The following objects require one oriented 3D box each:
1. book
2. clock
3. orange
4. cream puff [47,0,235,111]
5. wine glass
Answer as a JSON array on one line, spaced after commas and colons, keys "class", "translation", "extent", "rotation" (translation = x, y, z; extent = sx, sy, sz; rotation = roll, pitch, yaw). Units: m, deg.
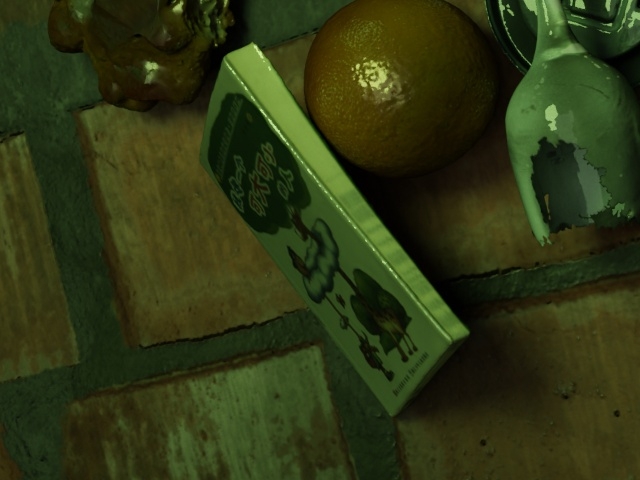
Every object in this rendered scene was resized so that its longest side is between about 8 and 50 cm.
[{"class": "book", "translation": [0.000, 0.000, 1.507], "extent": [0.371, 0.043, 0.260], "rotation": [53, 157, 13]}, {"class": "clock", "translation": [0.274, -0.254, 1.427], "extent": [0.226, 0.049, 0.226], "rotation": [4, 98, 26]}, {"class": "orange", "translation": [0.078, -0.159, 1.453], "extent": [0.206, 0.206, 0.206], "rotation": [3, 97, 26]}, {"class": "cream puff", "translation": [-0.200, -0.284, 1.601], "extent": [0.241, 0.155, 0.269], "rotation": [33, 111, 21]}, {"class": "wine glass", "translation": [0.230, -0.158, 1.361], "extent": [0.143, 0.143, 0.321], "rotation": [-12, 93, 27]}]
